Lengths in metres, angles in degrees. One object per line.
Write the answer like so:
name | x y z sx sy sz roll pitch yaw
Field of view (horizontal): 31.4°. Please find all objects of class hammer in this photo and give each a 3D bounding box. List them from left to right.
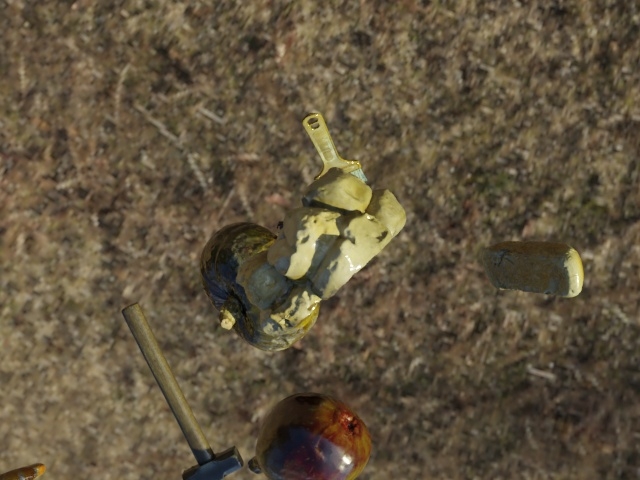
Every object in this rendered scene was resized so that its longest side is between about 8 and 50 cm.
hammer | -0.267 0.281 2.091 0.111 0.043 0.365 -25 97 4

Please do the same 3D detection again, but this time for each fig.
fig | -0.022 0.224 1.212 0.154 0.103 0.109 -38 73 37

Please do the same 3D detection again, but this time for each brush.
brush | 0.014 -0.141 1.853 0.082 0.010 0.218 -22 146 3

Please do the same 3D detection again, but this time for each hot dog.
hot dog | 0.373 0.043 1.956 0.242 0.073 0.084 2 115 61

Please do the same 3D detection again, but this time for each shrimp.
shrimp | -0.361 0.270 1.240 0.091 0.127 0.025 -23 83 47

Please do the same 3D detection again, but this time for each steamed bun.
steamed bun | 0.000 0.000 1.254 0.106 0.192 0.177 49 139 1

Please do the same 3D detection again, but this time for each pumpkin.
pumpkin | -0.106 0.086 1.823 0.219 0.162 0.219 36 150 24
